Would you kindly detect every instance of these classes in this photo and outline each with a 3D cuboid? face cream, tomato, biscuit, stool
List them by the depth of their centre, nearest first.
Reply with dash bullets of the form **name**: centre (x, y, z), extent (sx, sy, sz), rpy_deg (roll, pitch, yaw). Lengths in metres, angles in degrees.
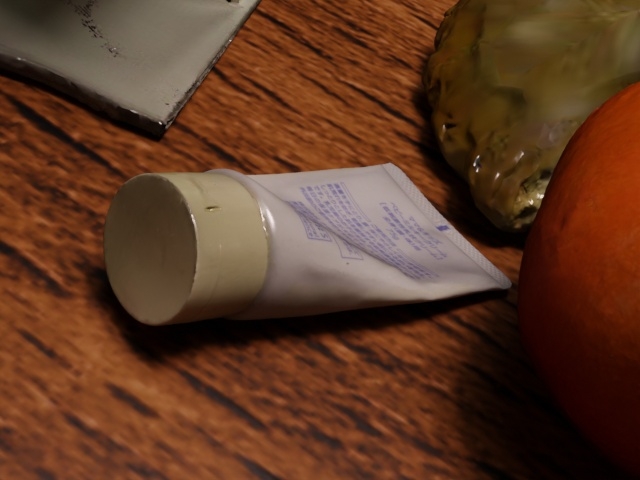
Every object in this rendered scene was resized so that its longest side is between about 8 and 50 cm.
- **tomato**: centre (0.216, 0.034, 0.520), extent (0.259, 0.180, 0.260), rpy_deg (16, 38, -12)
- **face cream**: centre (0.000, 0.000, 0.567), extent (0.224, 0.070, 0.114), rpy_deg (-4, 44, -47)
- **stool**: centre (-0.100, -0.249, 0.654), extent (0.170, 0.244, 0.270), rpy_deg (22, 38, 0)
- **biscuit**: centre (0.211, -0.127, 0.688), extent (0.329, 0.078, 0.335), rpy_deg (14, 54, 40)
